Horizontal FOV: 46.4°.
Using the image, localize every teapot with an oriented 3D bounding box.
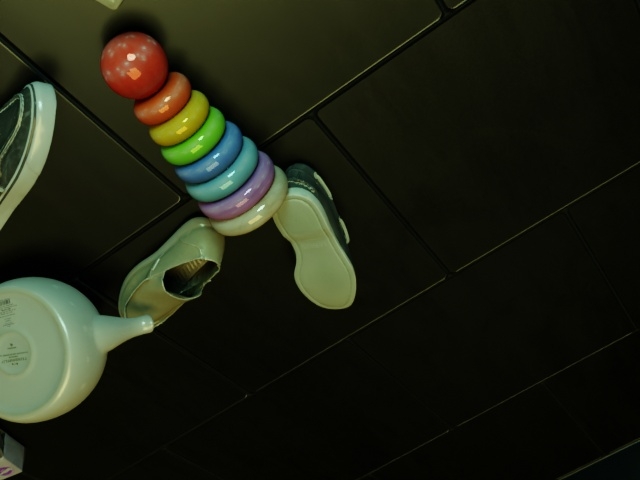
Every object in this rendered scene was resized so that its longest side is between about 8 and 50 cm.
[{"bbox_3d":[-0.459,0.177,1.256,0.252,0.256,0.187,-59,166,9],"label":"teapot"}]

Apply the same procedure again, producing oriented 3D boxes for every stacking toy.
[{"bbox_3d":[-0.184,-0.160,1.072,0.141,0.141,0.330,-29,127,11],"label":"stacking toy"}]

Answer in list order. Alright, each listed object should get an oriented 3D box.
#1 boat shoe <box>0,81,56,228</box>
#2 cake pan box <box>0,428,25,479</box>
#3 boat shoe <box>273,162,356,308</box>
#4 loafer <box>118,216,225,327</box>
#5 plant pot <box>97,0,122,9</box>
[{"bbox_3d":[-0.471,-0.107,1.042,0.105,0.113,0.306,12,138,-42],"label":"boat shoe"},{"bbox_3d":[-0.761,0.419,1.472,0.267,0.070,0.245,-21,135,4],"label":"cake pan box"},{"bbox_3d":[0.000,0.000,1.280,0.114,0.091,0.302,-2,137,13],"label":"boat shoe"},{"bbox_3d":[-0.258,0.072,1.274,0.102,0.092,0.268,25,121,-32],"label":"loafer"},{"bbox_3d":[-0.260,-0.343,0.895,0.109,0.096,0.109,26,120,-33],"label":"plant pot"}]
